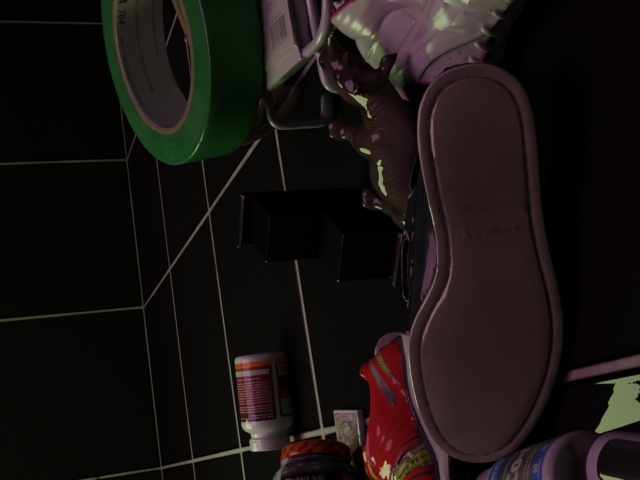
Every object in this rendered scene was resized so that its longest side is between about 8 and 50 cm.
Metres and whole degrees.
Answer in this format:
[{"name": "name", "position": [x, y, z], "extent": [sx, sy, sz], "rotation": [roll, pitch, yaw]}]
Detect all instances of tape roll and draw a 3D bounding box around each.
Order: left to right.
[{"name": "tape roll", "position": [-0.189, -0.262, 1.134], "extent": [0.321, 0.077, 0.321], "rotation": [29, 126, 48]}]

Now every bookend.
[{"name": "bookend", "position": [0.000, 0.000, 1.008], "extent": [0.157, 0.156, 0.072], "rotation": [-133, 44, -58]}]

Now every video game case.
[{"name": "video game case", "position": [0.044, 0.286, 1.149], "extent": [0.087, 0.011, 0.121], "rotation": [152, 112, -67]}]

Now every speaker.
[{"name": "speaker", "position": [0.236, 0.155, 0.559], "extent": [0.136, 0.055, 0.055], "rotation": [162, 103, -69]}]

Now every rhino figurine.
[{"name": "rhino figurine", "position": [0.063, -0.098, 0.817], "extent": [0.106, 0.073, 0.243], "rotation": [32, 157, 52]}]

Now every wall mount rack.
[{"name": "wall mount rack", "position": [-0.012, -0.302, 1.043], "extent": [0.350, 0.131, 0.303], "rotation": [168, 94, -69]}]

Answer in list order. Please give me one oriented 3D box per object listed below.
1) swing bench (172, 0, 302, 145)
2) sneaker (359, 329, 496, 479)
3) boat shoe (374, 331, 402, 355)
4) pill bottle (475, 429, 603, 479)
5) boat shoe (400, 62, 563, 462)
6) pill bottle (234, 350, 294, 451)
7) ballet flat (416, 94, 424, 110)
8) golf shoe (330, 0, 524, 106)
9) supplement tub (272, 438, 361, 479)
[{"name": "swing bench", "position": [-0.138, -0.294, 1.320], "extent": [0.253, 0.165, 0.254], "rotation": [-136, 40, -59]}, {"name": "sneaker", "position": [0.099, 0.221, 0.820], "extent": [0.118, 0.107, 0.278], "rotation": [-34, 46, 30]}, {"name": "boat shoe", "position": [0.098, 0.190, 0.925], "extent": [0.063, 0.066, 0.184], "rotation": [82, 166, -60]}, {"name": "pill bottle", "position": [0.178, 0.201, 0.685], "extent": [0.137, 0.078, 0.078], "rotation": [128, 134, -60]}, {"name": "boat shoe", "position": [0.131, 0.018, 0.738], "extent": [0.113, 0.127, 0.339], "rotation": [-69, -29, -72]}, {"name": "pill bottle", "position": [-0.088, 0.257, 1.387], "extent": [0.086, 0.086, 0.151], "rotation": [153, 112, -68]}, {"name": "ballet flat", "position": [0.088, -0.169, 0.894], "extent": [0.057, 0.049, 0.173], "rotation": [-157, 65, -68]}, {"name": "golf shoe", "position": [0.131, -0.202, 0.733], "extent": [0.140, 0.115, 0.306], "rotation": [59, 156, -11]}, {"name": "supplement tub", "position": [-0.003, 0.353, 1.076], "extent": [0.117, 0.117, 0.190], "rotation": [117, 155, -54]}]
